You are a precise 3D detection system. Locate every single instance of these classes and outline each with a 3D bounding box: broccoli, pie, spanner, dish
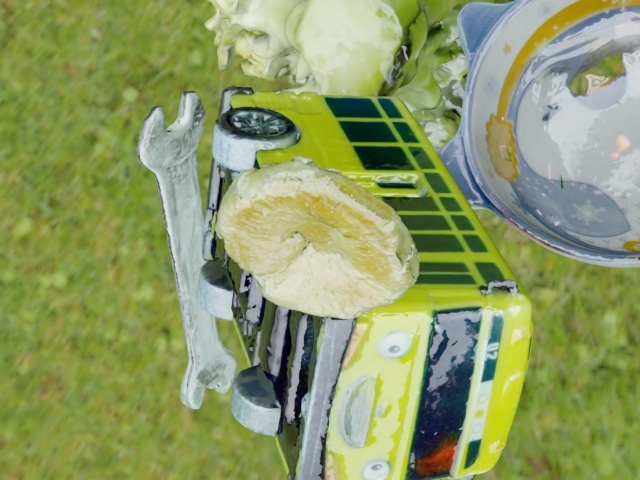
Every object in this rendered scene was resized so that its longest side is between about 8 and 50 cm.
[{"bbox_3d":[0.018,-0.158,1.180,0.248,0.245,0.288,-22,102,20],"label":"broccoli"},{"bbox_3d":[0.000,0.000,0.676,0.084,0.020,0.084,11,140,9],"label":"pie"},{"bbox_3d":[-0.098,0.016,1.304,0.017,0.071,0.302,23,137,28],"label":"spanner"},{"bbox_3d":[0.195,-0.079,1.065,0.236,0.228,0.086,0,159,16],"label":"dish"}]

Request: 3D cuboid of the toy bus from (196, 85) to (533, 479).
[{"bbox_3d":[0.020,0.022,0.974,0.150,0.262,0.128,0,120,-16],"label":"toy bus"}]
